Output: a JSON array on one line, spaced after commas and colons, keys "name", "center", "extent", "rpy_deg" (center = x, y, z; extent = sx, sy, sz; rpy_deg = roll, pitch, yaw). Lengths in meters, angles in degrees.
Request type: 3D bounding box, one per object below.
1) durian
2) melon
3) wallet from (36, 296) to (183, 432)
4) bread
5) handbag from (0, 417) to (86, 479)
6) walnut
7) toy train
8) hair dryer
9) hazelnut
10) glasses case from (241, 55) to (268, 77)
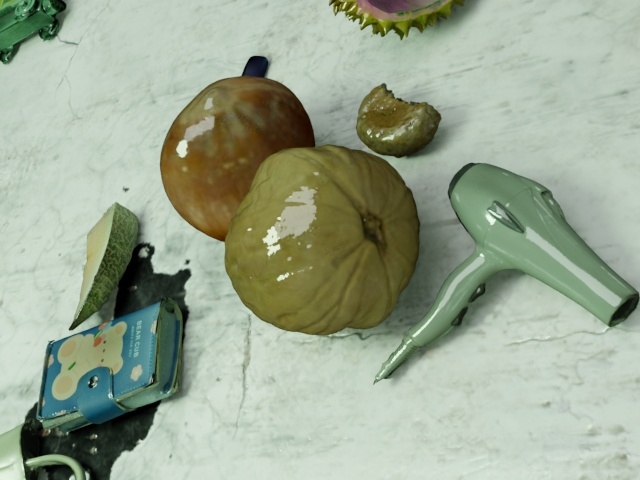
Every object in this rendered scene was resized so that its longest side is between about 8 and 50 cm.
[{"name": "durian", "center": [0.126, -0.366, 1.253], "extent": [0.186, 0.154, 0.260], "rpy_deg": [42, 88, 21]}, {"name": "melon", "center": [-0.306, 0.038, 1.346], "extent": [0.098, 0.054, 0.182], "rpy_deg": [-31, 38, 28]}, {"name": "wallet", "center": [-0.273, 0.167, 1.258], "extent": [0.202, 0.059, 0.141], "rpy_deg": [-21, 49, 22]}, {"name": "bread", "center": [0.091, -0.139, 1.184], "extent": [0.082, 0.060, 0.113], "rpy_deg": [-50, 46, -1]}, {"name": "handbag", "center": [-0.428, 0.368, 1.252], "extent": [0.315, 0.109, 0.241], "rpy_deg": [-23, 53, 6]}, {"name": "walnut", "center": [0.000, 0.000, 1.068], "extent": [0.228, 0.228, 0.228], "rpy_deg": [-17, 56, 26]}, {"name": "toy train", "center": [-0.553, -0.412, 1.777], "extent": [0.200, 0.083, 0.132], "rpy_deg": [-19, 51, 24]}, {"name": "hair dryer", "center": [0.197, 0.069, 0.997], "extent": [0.229, 0.092, 0.267], "rpy_deg": [23, 92, 35]}, {"name": "hazelnut", "center": [-0.102, -0.107, 1.205], "extent": [0.176, 0.214, 0.214], "rpy_deg": [23, 78, 27]}, {"name": "glasses case", "center": [-0.100, -0.232, 1.395], "extent": [0.033, 0.023, 0.083], "rpy_deg": [-1, 64, 36]}]
